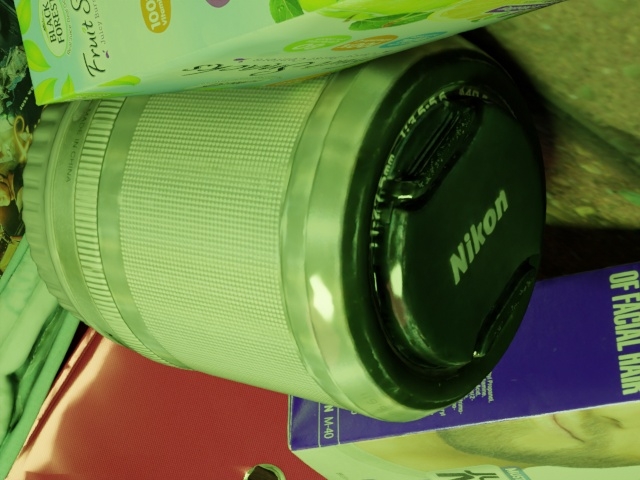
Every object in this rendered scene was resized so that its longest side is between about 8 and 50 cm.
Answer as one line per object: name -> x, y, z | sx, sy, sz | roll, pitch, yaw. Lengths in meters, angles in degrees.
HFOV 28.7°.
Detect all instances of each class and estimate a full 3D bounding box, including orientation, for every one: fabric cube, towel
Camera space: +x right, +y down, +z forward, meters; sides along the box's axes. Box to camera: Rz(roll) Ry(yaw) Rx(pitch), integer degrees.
fabric cube -> -0.127, 0.135, 1.146 | 0.258, 0.254, 0.259 | 32, -173, -18
towel -> -0.287, 0.073, 1.108 | 0.090, 0.375, 0.320 | 33, 161, -18

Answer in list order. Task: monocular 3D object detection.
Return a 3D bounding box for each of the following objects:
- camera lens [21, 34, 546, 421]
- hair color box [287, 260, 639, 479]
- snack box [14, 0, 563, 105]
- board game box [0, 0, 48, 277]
camera lens -> -0.018, -0.019, 0.761 | 0.274, 0.219, 0.219 | 9, 156, 39
hair color box -> 0.167, 0.113, 0.887 | 0.338, 0.110, 0.185 | -13, 146, 21
snack box -> 0.005, -0.112, 0.517 | 0.207, 0.070, 0.174 | -9, -177, 40
board game box -> -0.277, -0.064, 0.918 | 0.042, 0.243, 0.165 | 5, 154, 44
